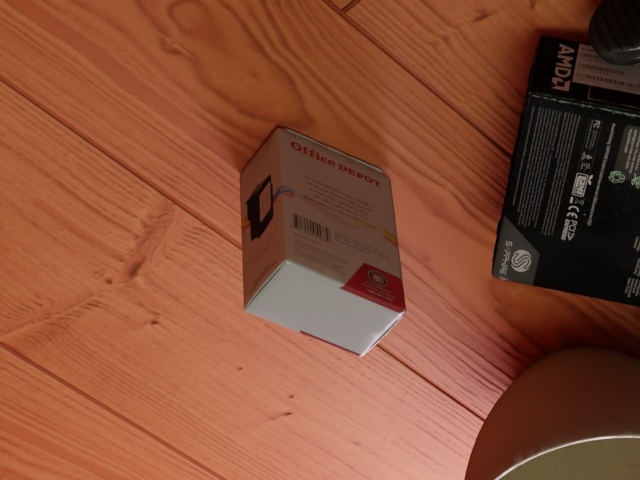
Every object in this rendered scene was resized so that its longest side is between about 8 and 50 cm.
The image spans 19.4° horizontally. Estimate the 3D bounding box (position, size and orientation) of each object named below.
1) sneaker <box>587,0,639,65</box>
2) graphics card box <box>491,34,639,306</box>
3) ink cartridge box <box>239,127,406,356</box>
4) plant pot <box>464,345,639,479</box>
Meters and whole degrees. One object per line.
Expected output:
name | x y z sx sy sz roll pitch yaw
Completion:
sneaker | 0.393 -0.196 1.567 0.331 0.122 0.146 -21 129 13
graphics card box | 0.350 -0.036 1.660 0.371 0.094 0.232 10 135 5
ink cartridge box | 0.000 0.000 1.667 0.127 0.175 0.072 23 128 -24
plant pot | 0.274 0.218 1.878 0.284 0.191 0.284 -1 133 -1
